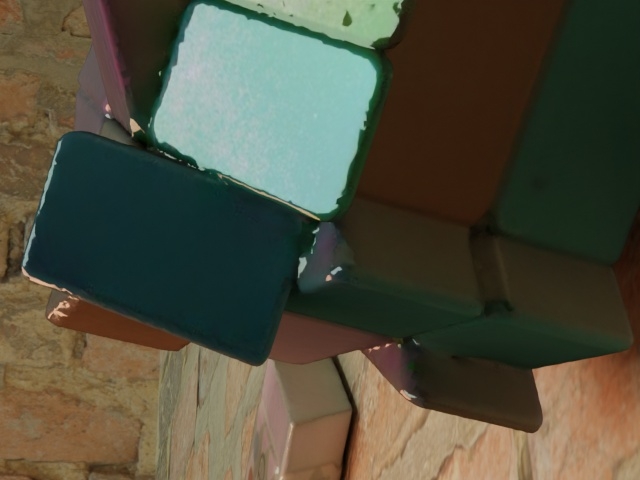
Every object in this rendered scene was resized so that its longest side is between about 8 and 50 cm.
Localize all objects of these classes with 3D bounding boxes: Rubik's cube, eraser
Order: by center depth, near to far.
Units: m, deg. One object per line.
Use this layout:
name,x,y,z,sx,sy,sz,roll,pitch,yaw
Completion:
Rubik's cube,0.021,-0.083,0.858,0.368,0.358,0.387,-97,28,-43
eraser,-0.045,0.328,1.568,0.213,0.082,0.396,-115,33,-67
